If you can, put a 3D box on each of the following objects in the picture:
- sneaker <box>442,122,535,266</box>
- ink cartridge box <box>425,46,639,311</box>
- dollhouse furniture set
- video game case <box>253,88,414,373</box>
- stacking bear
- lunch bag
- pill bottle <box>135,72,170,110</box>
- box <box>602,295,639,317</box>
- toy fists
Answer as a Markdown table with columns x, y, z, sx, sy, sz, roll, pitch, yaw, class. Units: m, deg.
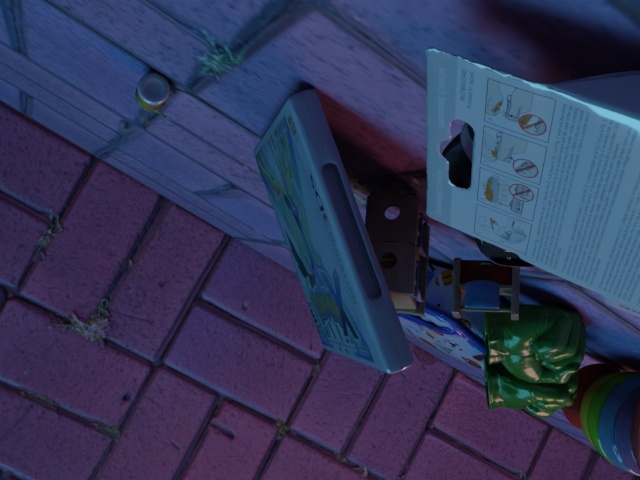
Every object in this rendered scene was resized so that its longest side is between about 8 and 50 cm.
| x | y | z | sx | sy | sz | roll | pitch | yaw | class |
| --- | --- | --- | --- | --- | --- | --- | --- | --- | --- |
| 0.184 | -0.011 | 0.633 | 0.234 | 0.078 | 0.106 | 34 | 140 | -11 | sneaker |
| 0.178 | -0.038 | 0.503 | 0.225 | 0.056 | 0.181 | 27 | 153 | 23 | ink cartridge box |
| 0.155 | 0.021 | 0.988 | 0.184 | 0.128 | 0.129 | 1 | 164 | 14 | dollhouse furniture set |
| 0.000 | 0.000 | 0.945 | 0.329 | 0.036 | 0.299 | 164 | 86 | -79 | video game case |
| 0.481 | 0.270 | 1.234 | 0.175 | 0.164 | 0.289 | 31 | 176 | -12 | stacking bear |
| 0.187 | 0.110 | 1.373 | 0.243 | 0.114 | 0.303 | 37 | 167 | -35 | lunch bag |
| -0.234 | -0.203 | 1.093 | 0.043 | 0.043 | 0.083 | 31 | 172 | -14 | pill bottle |
| 0.325 | 0.042 | 0.734 | 0.145 | 0.038 | 0.186 | 24 | 172 | 34 | box |
| 0.321 | 0.185 | 1.180 | 0.142 | 0.096 | 0.279 | -5 | 142 | 9 | toy fists |
